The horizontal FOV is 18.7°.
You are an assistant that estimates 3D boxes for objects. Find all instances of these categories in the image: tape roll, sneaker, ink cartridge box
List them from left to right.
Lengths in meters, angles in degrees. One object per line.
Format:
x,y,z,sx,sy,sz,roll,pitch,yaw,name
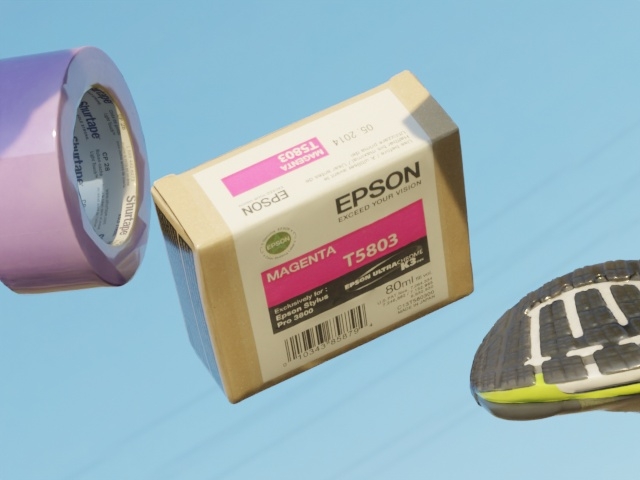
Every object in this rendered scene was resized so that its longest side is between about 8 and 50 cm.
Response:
-0.202,-0.053,1.509,0.080,0.189,0.189,-6,-19,15,tape roll
0.000,0.000,1.551,0.235,0.088,0.193,-25,-42,-13,ink cartridge box
0.237,0.081,1.129,0.300,0.111,0.121,-5,-57,9,sneaker
